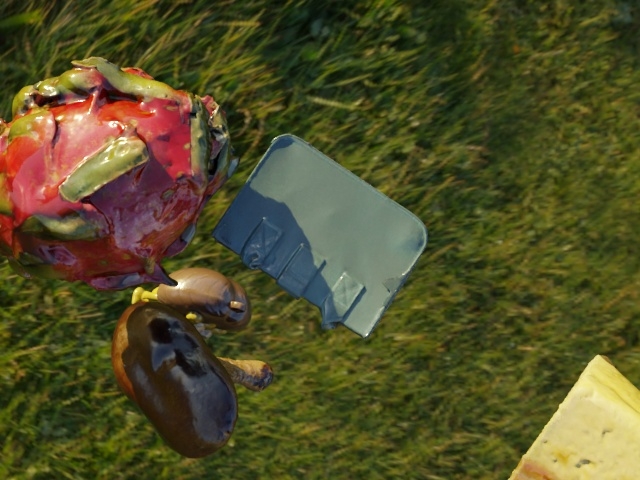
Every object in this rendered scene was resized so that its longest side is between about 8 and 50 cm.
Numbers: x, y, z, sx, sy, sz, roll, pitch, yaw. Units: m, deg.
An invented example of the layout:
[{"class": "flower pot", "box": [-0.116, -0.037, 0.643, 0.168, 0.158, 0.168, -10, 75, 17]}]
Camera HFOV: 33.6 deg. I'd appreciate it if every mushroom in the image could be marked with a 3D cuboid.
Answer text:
[{"class": "mushroom", "box": [-0.153, 0.174, 1.408, 0.227, 0.148, 0.218, 53, 27, 19]}]

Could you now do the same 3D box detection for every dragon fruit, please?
[{"class": "dragon fruit", "box": [-0.245, -0.073, 1.195, 0.303, 0.231, 0.237, -27, 61, 6]}]

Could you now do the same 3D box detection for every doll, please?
[{"class": "doll", "box": [-0.179, 0.097, 1.516, 0.145, 0.188, 0.096, 25, 65, -25]}]

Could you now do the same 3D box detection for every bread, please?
[{"class": "bread", "box": [0.286, 0.264, 1.081, 0.178, 0.240, 0.135, 34, 24, 18]}]

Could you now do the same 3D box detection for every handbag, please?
[{"class": "handbag", "box": [0.000, 0.000, 1.288, 0.229, 0.062, 0.179, 33, 85, 3]}]
